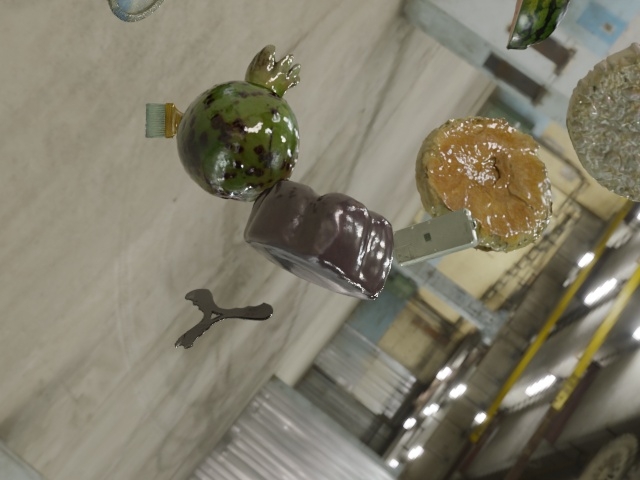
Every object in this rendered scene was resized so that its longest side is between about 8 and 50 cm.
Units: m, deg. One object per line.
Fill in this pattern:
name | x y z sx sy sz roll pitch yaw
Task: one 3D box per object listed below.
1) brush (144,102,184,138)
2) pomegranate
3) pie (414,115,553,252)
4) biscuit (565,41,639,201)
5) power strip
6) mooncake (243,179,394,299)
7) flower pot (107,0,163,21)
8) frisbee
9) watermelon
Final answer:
brush | -0.267 -0.256 1.747 0.010 0.218 0.083 91 0 -77
pomegranate | -0.126 -0.217 1.508 0.306 0.242 0.242 -57 174 1
pie | 0.365 -0.131 1.811 0.339 0.339 0.083 -51 178 -23
biscuit | 0.467 -0.186 1.251 0.084 0.179 0.281 -55 150 -39
power strip | 0.236 -0.005 1.701 0.192 0.082 0.035 -19 163 22
mooncake | 0.000 0.000 1.300 0.245 0.244 0.134 84 25 -81
flower pot | -0.386 -0.545 1.508 0.212 0.202 0.212 -50 164 -19
frisbee | -0.220 0.157 1.605 0.187 0.210 0.012 -40 133 -41
watermelon | 0.315 -0.340 1.149 0.087 0.068 0.163 -63 168 -70
